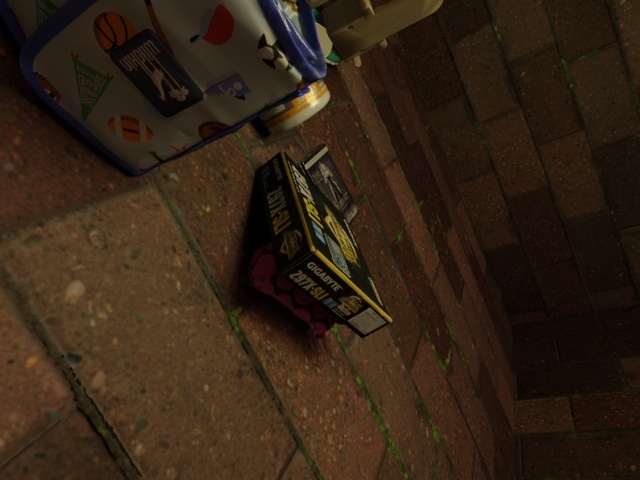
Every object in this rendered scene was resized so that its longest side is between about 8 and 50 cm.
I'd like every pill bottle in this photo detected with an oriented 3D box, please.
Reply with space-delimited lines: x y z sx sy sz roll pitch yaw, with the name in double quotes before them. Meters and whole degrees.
"pill bottle" -0.112 -0.379 0.858 0.278 0.162 0.162 56 33 -24

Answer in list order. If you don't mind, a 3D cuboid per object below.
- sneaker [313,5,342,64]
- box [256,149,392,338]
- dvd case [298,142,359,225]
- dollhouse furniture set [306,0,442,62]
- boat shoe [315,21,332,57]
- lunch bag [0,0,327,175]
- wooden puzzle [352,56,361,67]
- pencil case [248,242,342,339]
"sneaker" -0.003 -0.658 1.254 0.275 0.110 0.107 41 40 -42
"box" 0.000 0.000 0.805 0.257 0.079 0.322 42 19 -38
"dvd case" 0.029 -0.137 1.096 0.221 0.018 0.164 61 32 -18
"dollhouse furniture set" 0.014 -0.469 0.486 0.303 0.173 0.356 29 45 -61
"boat shoe" -0.103 -0.590 1.090 0.335 0.095 0.112 20 93 -50
"lunch bag" -0.202 -0.307 0.496 0.385 0.327 0.239 67 25 -11
"wooden puzzle" 0.063 -0.684 1.255 0.238 0.044 0.221 37 39 -69
"pencil case" -0.046 0.099 0.766 0.209 0.095 0.098 44 54 -35
